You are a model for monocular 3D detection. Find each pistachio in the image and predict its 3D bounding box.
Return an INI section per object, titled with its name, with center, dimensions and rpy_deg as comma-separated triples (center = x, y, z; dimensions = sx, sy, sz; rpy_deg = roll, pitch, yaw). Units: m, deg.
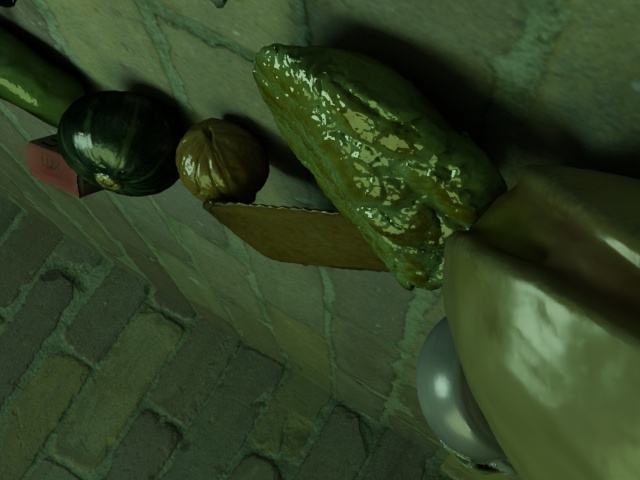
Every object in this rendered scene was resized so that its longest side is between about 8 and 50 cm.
[pistachio]
center = 0.276, 0.108, 0.544
dimensions = 0.445, 0.281, 0.365
rpy_deg = 38, -177, 30

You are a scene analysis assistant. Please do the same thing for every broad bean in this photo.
[broad bean]
center = -0.417, -0.229, 1.174
dimensions = 0.228, 0.100, 0.169
rpy_deg = 27, 178, -34

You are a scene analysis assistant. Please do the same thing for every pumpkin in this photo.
[pumpkin]
center = -0.247, -0.124, 1.087
dimensions = 0.167, 0.125, 0.167
rpy_deg = 26, 159, 11

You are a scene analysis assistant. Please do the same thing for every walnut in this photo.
[walnut]
center = -0.111, -0.088, 0.992
dimensions = 0.105, 0.105, 0.124
rpy_deg = 25, 167, 24

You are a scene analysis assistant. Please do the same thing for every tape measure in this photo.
[tape measure]
center = 0.192, 0.155, 0.984
dimensions = 0.178, 0.196, 0.105
rpy_deg = 46, 152, -19

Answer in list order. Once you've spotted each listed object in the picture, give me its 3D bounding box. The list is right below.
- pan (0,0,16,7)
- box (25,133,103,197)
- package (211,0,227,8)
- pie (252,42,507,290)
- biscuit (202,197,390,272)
[pan]
center = -0.400, -0.296, 1.004
dimensions = 0.115, 0.040, 0.212
rpy_deg = 33, 158, -7
[box]
center = -0.322, -0.120, 1.224
dimensions = 0.111, 0.156, 0.060
rpy_deg = 21, 119, 30
[package]
center = -0.130, -0.252, 0.631
dimensions = 0.171, 0.027, 0.173
rpy_deg = 34, 169, -8
[pie]
center = 0.044, -0.065, 0.742
dimensions = 0.257, 0.105, 0.274
rpy_deg = 36, 167, 23
[biscuit]
center = 0.000, 0.000, 1.022
dimensions = 0.232, 0.013, 0.237
rpy_deg = 6, 165, 21
